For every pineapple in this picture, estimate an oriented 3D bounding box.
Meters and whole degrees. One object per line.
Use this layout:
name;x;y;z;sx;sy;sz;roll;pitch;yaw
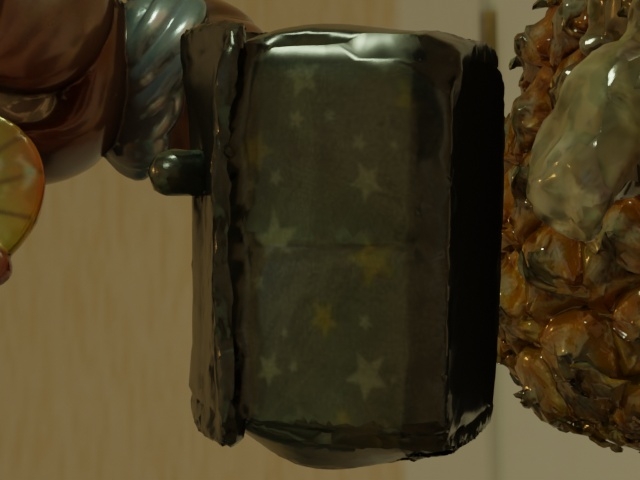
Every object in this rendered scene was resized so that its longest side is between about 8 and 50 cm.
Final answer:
pineapple;0.262;-0.009;1.309;0.352;0.300;0.352;9;7;-1

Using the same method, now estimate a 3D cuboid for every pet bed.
pet bed;0.000;0.000;0.980;0.159;0.211;0.183;2;5;13

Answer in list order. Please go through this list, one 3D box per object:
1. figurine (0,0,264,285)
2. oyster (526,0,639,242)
figurine;-0.228;-0.049;1.266;0.276;0.388;0.248;13;-33;33
oyster;0.140;-0.186;0.564;0.204;0.396;0.111;-1;-18;-7
